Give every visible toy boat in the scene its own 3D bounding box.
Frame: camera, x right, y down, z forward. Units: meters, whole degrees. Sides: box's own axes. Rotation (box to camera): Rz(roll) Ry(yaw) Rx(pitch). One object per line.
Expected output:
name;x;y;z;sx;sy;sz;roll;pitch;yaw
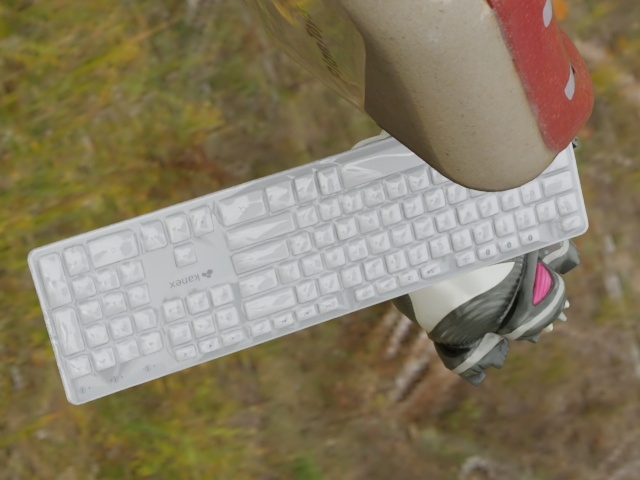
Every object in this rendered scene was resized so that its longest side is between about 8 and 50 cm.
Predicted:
toy boat;0.052;-0.125;0.733;0.151;0.151;0.231;-47;155;-6

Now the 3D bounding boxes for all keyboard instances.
keyboard;0.000;0.000;0.862;0.256;0.014;0.072;-18;111;-16

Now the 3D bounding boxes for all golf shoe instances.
golf shoe;0.077;-0.042;1.099;0.120;0.105;0.273;39;23;-19
